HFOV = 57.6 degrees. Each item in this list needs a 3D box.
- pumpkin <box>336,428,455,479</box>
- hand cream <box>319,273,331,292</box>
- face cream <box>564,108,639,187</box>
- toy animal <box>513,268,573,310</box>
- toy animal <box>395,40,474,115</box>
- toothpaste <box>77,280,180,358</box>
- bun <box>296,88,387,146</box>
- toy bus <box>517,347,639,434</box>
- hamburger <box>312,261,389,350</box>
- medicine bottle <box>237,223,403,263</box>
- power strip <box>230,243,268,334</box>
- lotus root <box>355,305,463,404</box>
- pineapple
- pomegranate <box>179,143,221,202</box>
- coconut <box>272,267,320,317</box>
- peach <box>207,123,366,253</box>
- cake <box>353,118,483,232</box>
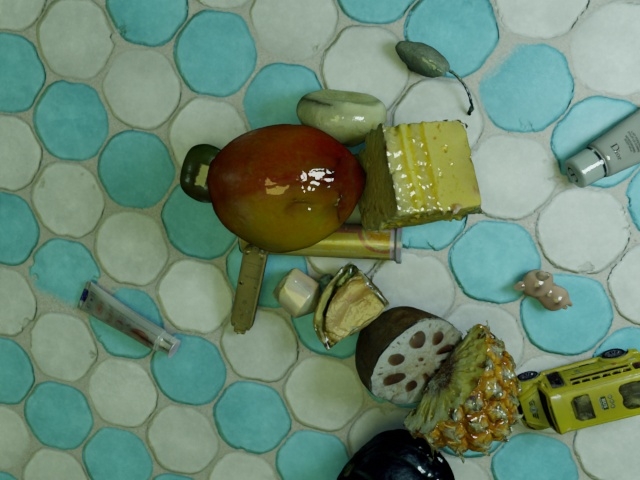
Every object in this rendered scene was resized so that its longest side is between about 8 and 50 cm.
[{"bbox_3d":[0.175,0.659,1.473,0.266,0.363,0.363,42,103,8],"label":"pumpkin"},{"bbox_3d":[0.043,0.174,1.575,0.064,0.043,0.171,-21,98,11],"label":"hand cream"},{"bbox_3d":[0.741,-0.235,1.393,0.314,0.089,0.143,-30,94,1],"label":"face cream"},{"bbox_3d":[0.569,0.125,1.468,0.150,0.089,0.084,32,99,-7],"label":"toy animal"},{"bbox_3d":[0.292,-0.411,1.426,0.252,0.079,0.070,37,96,0],"label":"toy animal"},{"bbox_3d":[-0.553,0.232,1.668,0.323,0.066,0.100,29,107,8],"label":"toothpaste"},{"bbox_3d":[0.050,-0.293,1.429,0.222,0.222,0.128,6,115,8],"label":"bun"},{"bbox_3d":[0.657,0.386,1.461,0.331,0.151,0.145,-19,95,12],"label":"toy bus"},{"bbox_3d":[0.059,0.172,1.508,0.207,0.135,0.155,-45,89,4],"label":"hamburger"},{"bbox_3d":[0.000,0.000,1.522,0.425,0.108,0.108,2,99,9],"label":"medicine bottle"},{"bbox_3d":[-0.193,0.134,1.564,0.064,0.044,0.306,16,120,2],"label":"power strip"},{"bbox_3d":[0.212,0.279,1.494,0.272,0.192,0.272,-7,109,-20],"label":"lotus root"},{"bbox_3d":[0.416,0.414,1.394,0.286,0.209,0.344,34,94,-18],"label":"pineapple"},{"bbox_3d":[-0.271,-0.168,1.535,0.191,0.131,0.152,14,93,-19],"label":"pomegranate"},{"bbox_3d":[-0.056,0.145,1.550,0.122,0.116,0.116,39,102,5],"label":"coconut"},{"bbox_3d":[-0.081,-0.120,1.353,0.372,0.373,0.290,10,76,7],"label":"peach"},{"bbox_3d":[0.245,-0.151,1.372,0.285,0.222,0.228,-6,84,-18],"label":"cake"}]
